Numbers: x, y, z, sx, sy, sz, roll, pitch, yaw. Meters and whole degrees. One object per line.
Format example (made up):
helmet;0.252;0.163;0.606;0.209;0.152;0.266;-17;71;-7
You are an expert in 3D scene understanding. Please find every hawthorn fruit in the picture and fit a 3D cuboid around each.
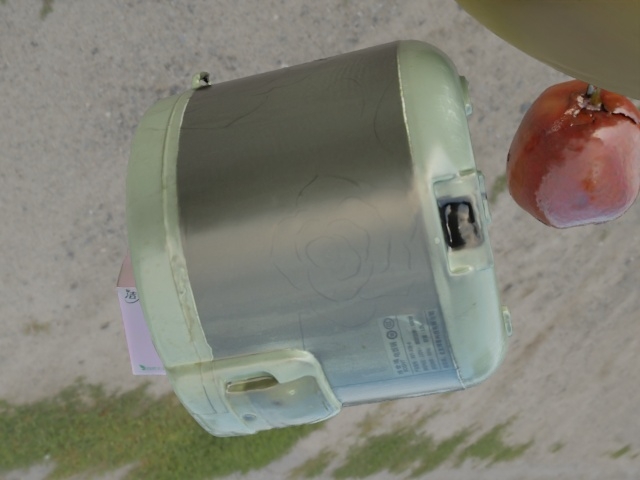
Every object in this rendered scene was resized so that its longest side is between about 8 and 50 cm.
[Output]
hawthorn fruit;0.389;-0.151;1.258;0.211;0.211;0.299;-24;139;-12

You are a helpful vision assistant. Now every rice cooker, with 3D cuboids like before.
rice cooker;-0.002;0.001;0.660;0.277;0.288;0.288;-12;150;11

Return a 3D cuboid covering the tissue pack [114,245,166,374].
tissue pack;-0.109;0.087;1.018;0.246;0.092;0.148;-1;126;1

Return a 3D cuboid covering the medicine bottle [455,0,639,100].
medicine bottle;0.223;-0.243;0.561;0.238;0.238;0.232;28;91;-55
